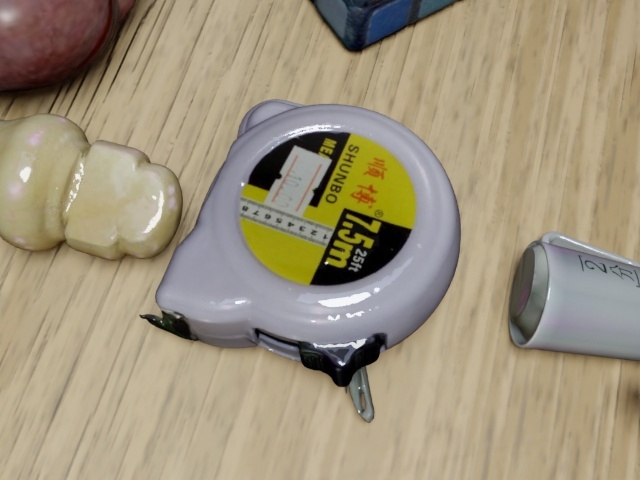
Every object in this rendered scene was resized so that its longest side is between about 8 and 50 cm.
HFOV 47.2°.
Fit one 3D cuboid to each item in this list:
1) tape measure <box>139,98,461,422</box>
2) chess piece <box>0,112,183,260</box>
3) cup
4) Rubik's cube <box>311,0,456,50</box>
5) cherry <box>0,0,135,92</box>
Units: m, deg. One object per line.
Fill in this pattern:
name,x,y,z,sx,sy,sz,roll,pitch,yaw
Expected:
tape measure,0.002,0.003,0.501,0.178,0.105,0.196,22,67,14
chess piece,-0.289,-0.063,0.506,0.397,0.117,0.117,14,68,0
cup,0.193,0.036,0.517,0.116,0.074,0.104,10,39,-3
Rubik's cube,0.075,-0.379,0.555,0.293,0.292,0.287,-29,73,-16
cherry,-0.228,-0.226,0.517,0.285,0.213,0.236,14,52,14
